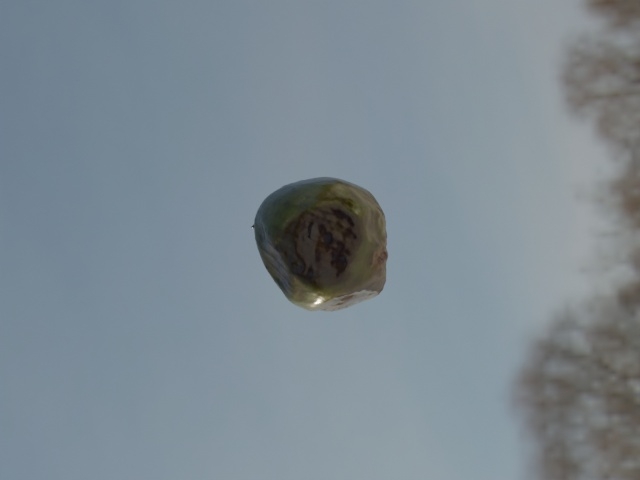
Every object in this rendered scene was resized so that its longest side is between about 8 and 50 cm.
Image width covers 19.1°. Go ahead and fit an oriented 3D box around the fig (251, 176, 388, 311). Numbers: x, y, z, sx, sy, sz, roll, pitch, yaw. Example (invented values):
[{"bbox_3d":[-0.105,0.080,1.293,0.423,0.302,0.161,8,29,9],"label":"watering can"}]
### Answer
[{"bbox_3d":[0.000,0.000,2.013,0.154,0.166,0.144,34,-91,-42],"label":"fig"}]
